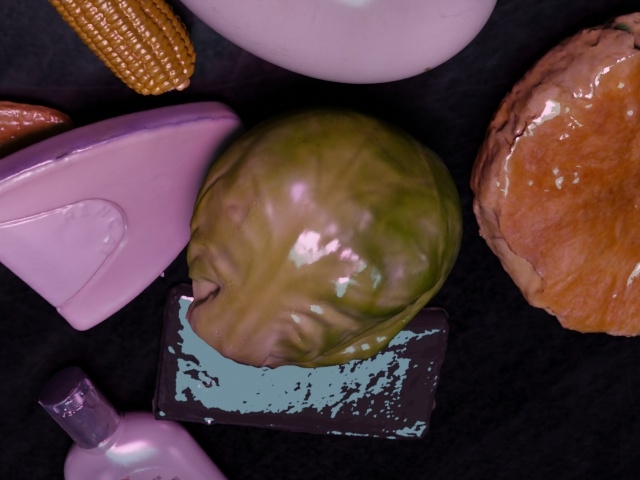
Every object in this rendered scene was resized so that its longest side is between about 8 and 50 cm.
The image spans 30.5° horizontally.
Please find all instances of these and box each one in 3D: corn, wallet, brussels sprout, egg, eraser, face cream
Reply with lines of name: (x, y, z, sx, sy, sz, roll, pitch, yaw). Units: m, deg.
corn: (-0.179, -0.206, 0.897, 0.080, 0.080, 0.238, -30, 126, 15)
wallet: (-0.017, 0.122, 1.155, 0.285, 0.030, 0.146, 6, 106, -8)
brussels sprout: (0.000, 0.000, 0.984, 0.244, 0.244, 0.244, -3, 125, -4)
egg: (0.002, -0.210, 0.847, 0.264, 0.183, 0.182, 12, 123, -7)
eraser: (-0.173, -0.043, 1.014, 0.243, 0.059, 0.204, -34, 137, 2)
face cream: (-0.187, 0.243, 1.214, 0.144, 0.071, 0.291, -28, 124, 10)

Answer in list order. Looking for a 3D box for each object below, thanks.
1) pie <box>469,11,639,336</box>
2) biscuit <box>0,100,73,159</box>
pie: (0.294, -0.051, 1.050, 0.340, 0.083, 0.339, -1, 126, -2)
biscuit: (-0.327, -0.061, 1.009, 0.250, 0.035, 0.162, -18, 130, 8)
